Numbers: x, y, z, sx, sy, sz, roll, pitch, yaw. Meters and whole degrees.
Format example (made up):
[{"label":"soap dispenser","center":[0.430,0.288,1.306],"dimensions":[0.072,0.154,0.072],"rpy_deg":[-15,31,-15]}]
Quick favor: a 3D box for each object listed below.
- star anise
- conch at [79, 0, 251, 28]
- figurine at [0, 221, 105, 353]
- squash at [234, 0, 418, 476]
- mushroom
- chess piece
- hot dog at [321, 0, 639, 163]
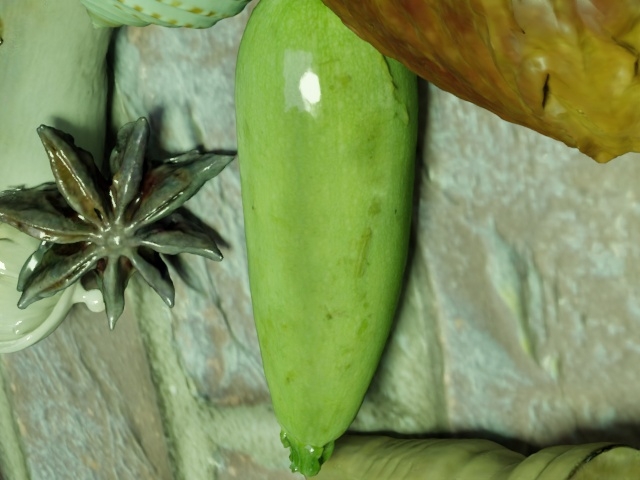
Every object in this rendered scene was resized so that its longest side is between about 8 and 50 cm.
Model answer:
[{"label":"star anise","center":[-0.166,-0.020,1.077],"dimensions":[0.181,0.061,0.204],"rpy_deg":[28,116,-21]},{"label":"conch","center":[-0.073,-0.209,0.893],"dimensions":[0.200,0.172,0.131],"rpy_deg":[-33,103,8]},{"label":"figurine","center":[-0.303,0.026,1.196],"dimensions":[0.257,0.182,0.144],"rpy_deg":[17,145,29]},{"label":"squash","center":[0.007,-0.003,0.955],"dimensions":[0.118,0.118,0.370],"rpy_deg":[18,123,32]},{"label":"mushroom","center":[-0.219,-0.208,1.037],"dimensions":[0.177,0.126,0.397],"rpy_deg":[43,135,26]},{"label":"chess piece","center":[0.096,0.198,0.984],"dimensions":[0.301,0.137,0.137],"rpy_deg":[-2,109,54]},{"label":"hot dog","center":[0.091,-0.178,0.687],"dimensions":[0.387,0.174,0.267],"rpy_deg":[-133,38,-65]}]
